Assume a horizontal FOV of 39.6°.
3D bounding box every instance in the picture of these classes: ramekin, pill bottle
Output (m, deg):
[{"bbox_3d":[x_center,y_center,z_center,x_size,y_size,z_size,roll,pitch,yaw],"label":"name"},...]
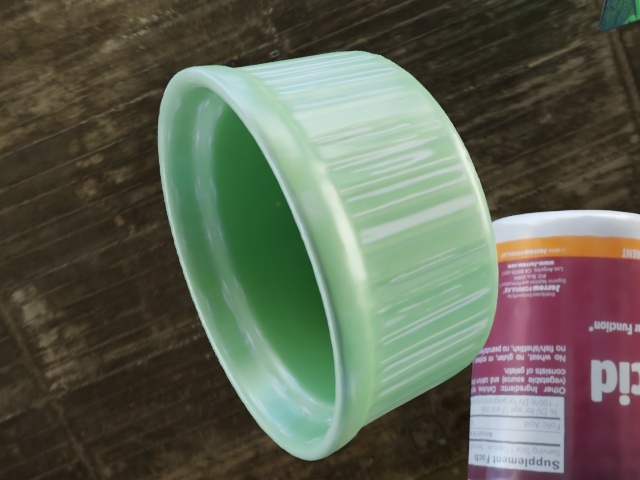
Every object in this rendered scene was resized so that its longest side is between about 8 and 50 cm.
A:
[{"bbox_3d":[0.000,0.000,0.693,0.148,0.303,0.303,-19,-77,-24],"label":"ramekin"},{"bbox_3d":[0.273,0.181,0.949,0.224,0.224,0.392,5,-101,-6],"label":"pill bottle"}]

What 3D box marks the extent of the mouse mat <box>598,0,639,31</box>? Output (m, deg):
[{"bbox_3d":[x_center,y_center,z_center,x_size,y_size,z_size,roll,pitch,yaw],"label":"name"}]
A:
[{"bbox_3d":[0.405,-0.339,1.041,0.152,0.007,0.189,-20,-37,-16],"label":"mouse mat"}]
